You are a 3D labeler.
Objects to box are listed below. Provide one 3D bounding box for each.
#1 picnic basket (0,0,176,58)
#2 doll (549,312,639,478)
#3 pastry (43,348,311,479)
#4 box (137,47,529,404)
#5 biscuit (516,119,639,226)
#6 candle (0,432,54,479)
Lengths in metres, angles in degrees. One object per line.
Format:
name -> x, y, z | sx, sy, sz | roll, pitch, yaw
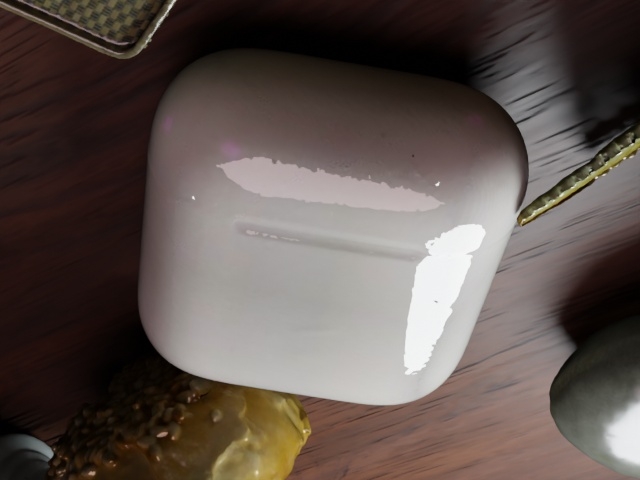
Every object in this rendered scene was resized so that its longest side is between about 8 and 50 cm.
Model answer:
picnic basket -> -0.181, -0.249, 0.959 | 0.266, 0.139, 0.165 | 23, 138, -19
doll -> 0.435, 0.137, 1.323 | 0.382, 0.252, 0.378 | 34, 166, -24
pastry -> -0.156, 0.216, 1.421 | 0.184, 0.284, 0.315 | 39, 151, -4
box -> 0.000, -0.001, 1.230 | 0.288, 0.141, 0.349 | 10, 141, -2
biscuit -> 0.238, -0.079, 1.118 | 0.203, 0.144, 0.016 | -40, 82, 40
candle -> -0.374, 0.322, 1.617 | 0.342, 0.221, 0.221 | -16, 136, 20
